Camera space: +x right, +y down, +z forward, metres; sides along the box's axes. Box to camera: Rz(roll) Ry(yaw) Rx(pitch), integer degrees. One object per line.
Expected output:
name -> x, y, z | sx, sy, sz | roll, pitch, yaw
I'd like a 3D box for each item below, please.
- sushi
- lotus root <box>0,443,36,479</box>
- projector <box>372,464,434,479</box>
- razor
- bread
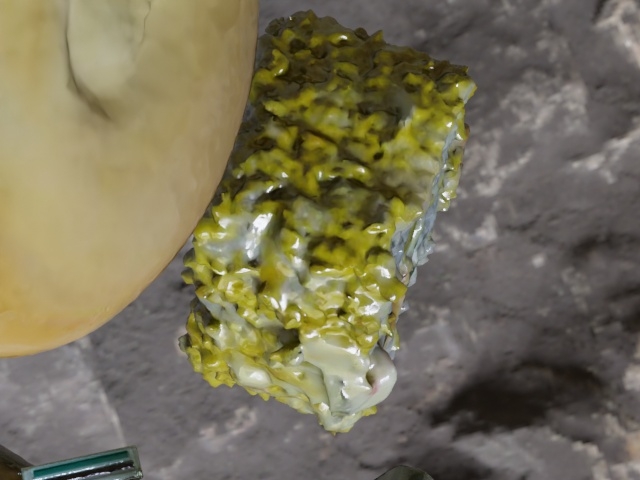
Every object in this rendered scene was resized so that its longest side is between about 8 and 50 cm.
sushi -> 0.000, 0.000, 1.440 | 0.240, 0.396, 0.351 | 18, 62, 6
lotus root -> -0.299, 0.256, 1.283 | 0.241, 0.124, 0.123 | 41, 31, -27
projector -> 0.054, 0.268, 0.735 | 0.256, 0.192, 0.099 | 50, 26, -6
razor -> -0.138, 0.202, 0.851 | 0.037, 0.068, 0.191 | -121, -155, -55
bread -> -0.218, -0.122, 0.741 | 0.253, 0.376, 0.348 | -1, 93, -54
